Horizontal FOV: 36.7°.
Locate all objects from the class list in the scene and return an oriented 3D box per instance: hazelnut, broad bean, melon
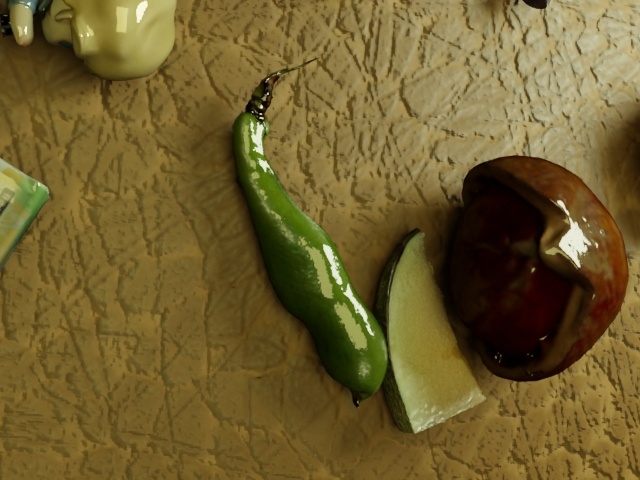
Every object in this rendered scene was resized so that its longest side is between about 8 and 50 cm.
[{"bbox_3d":[0.191,0.019,0.891,0.161,0.170,0.201,-31,93,-42],"label":"hazelnut"},{"bbox_3d":[-0.011,0.002,0.874,0.098,0.056,0.317,-13,96,19],"label":"broad bean"},{"bbox_3d":[0.090,0.087,0.918,0.098,0.054,0.182,-23,95,-21],"label":"melon"}]

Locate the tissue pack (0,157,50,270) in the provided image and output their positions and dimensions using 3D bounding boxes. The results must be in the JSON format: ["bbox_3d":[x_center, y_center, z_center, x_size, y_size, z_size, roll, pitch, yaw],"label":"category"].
[{"bbox_3d":[-0.335,0.013,0.740,0.159,0.145,0.229,33,80,-14],"label":"tissue pack"}]

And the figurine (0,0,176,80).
[{"bbox_3d":[-0.218,-0.190,0.798,0.196,0.114,0.108,3,88,-13],"label":"figurine"}]

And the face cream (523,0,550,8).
[{"bbox_3d":[0.274,-0.352,0.965,0.078,0.078,0.273,32,80,-14],"label":"face cream"}]
